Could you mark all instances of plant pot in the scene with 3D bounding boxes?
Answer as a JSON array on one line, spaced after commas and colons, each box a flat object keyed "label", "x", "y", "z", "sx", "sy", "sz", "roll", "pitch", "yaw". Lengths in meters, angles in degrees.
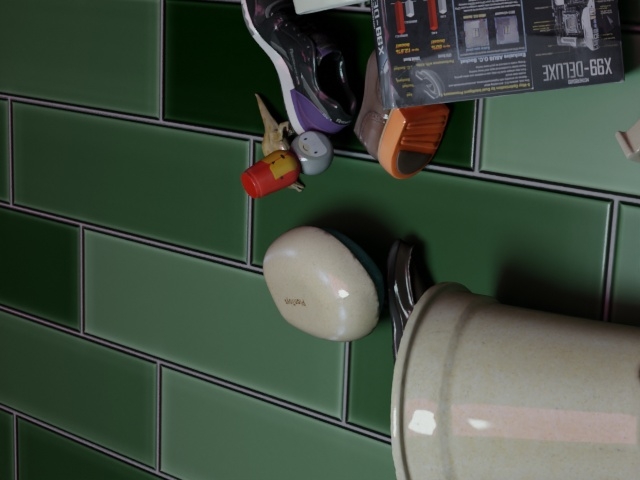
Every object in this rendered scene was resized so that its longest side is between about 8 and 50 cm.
[{"label": "plant pot", "x": 0.299, "y": 0.222, "z": 1.615, "sx": 0.305, "sy": 0.334, "sz": 0.334, "roll": 0, "pitch": 99, "yaw": 29}]

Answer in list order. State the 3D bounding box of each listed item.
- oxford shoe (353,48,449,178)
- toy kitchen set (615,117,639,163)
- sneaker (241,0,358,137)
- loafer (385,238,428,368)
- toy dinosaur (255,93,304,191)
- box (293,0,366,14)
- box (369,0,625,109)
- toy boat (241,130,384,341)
[{"label": "oxford shoe", "x": 0.130, "y": -0.272, "z": 1.766, "sx": 0.133, "sy": 0.130, "sz": 0.363, "roll": 41, "pitch": 122, "yaw": 35}, {"label": "toy kitchen set", "x": 0.487, "y": -0.094, "z": 1.519, "sx": 0.166, "sy": 0.122, "sz": 0.207, "roll": -49, "pitch": 47, "yaw": 36}, {"label": "sneaker", "x": -0.018, "y": -0.298, "z": 1.888, "sx": 0.124, "sy": 0.107, "sz": 0.283, "roll": -23, "pitch": 92, "yaw": 58}, {"label": "loafer", "x": 0.143, "y": 0.104, "z": 1.869, "sx": 0.078, "sy": 0.080, "sz": 0.220, "roll": -5, "pitch": 94, "yaw": 9}, {"label": "toy dinosaur", "x": -0.065, "y": -0.168, "z": 2.001, "sx": 0.092, "sy": 0.053, "sz": 0.183, "roll": -30, "pitch": 79, "yaw": 42}, {"label": "box", "x": 0.009, "y": -0.471, "z": 1.648, "sx": 0.121, "sy": 0.148, "sz": 0.311, "roll": -5, "pitch": 108, "yaw": 29}, {"label": "box", "x": 0.219, "y": -0.302, "z": 1.581, "sx": 0.076, "sy": 0.307, "sz": 0.242, "roll": -146, "pitch": 48, "yaw": -81}, {"label": "toy boat", "x": 0.000, "y": 0.000, "z": 1.890, "sx": 0.267, "sy": 0.148, "sz": 0.318, "roll": 8, "pitch": 123, "yaw": 60}]
